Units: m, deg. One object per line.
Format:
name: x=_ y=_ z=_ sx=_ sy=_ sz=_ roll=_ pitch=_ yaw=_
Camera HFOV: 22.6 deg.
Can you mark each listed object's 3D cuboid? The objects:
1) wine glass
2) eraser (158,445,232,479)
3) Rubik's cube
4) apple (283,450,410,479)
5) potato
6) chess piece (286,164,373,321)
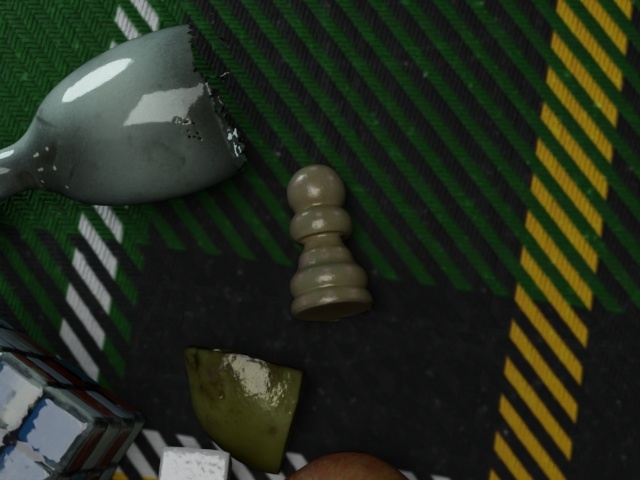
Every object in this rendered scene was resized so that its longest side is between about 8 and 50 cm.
wine glass: x=-0.254 y=-0.109 z=1.779 sx=0.357 sy=0.190 sz=0.190 roll=-21 pitch=80 yaw=4
eraser: x=-0.149 y=0.377 z=1.729 sx=0.076 sy=0.078 sz=0.298 roll=6 pitch=75 yaw=1
Rubik's cube: x=-0.376 y=0.223 z=1.716 sx=0.256 sy=0.253 sz=0.259 roll=34 pitch=86 yaw=10
apple: x=0.027 y=0.326 z=1.696 sx=0.209 sy=0.164 sz=0.209 roll=-4 pitch=71 yaw=11
potato: x=-0.098 y=0.185 z=1.772 sx=0.149 sy=0.081 sz=0.120 roll=12 pitch=82 yaw=9
chess piece: x=0.000 y=0.000 z=1.786 sx=0.094 sy=0.094 sz=0.170 roll=-12 pitch=74 yaw=6
